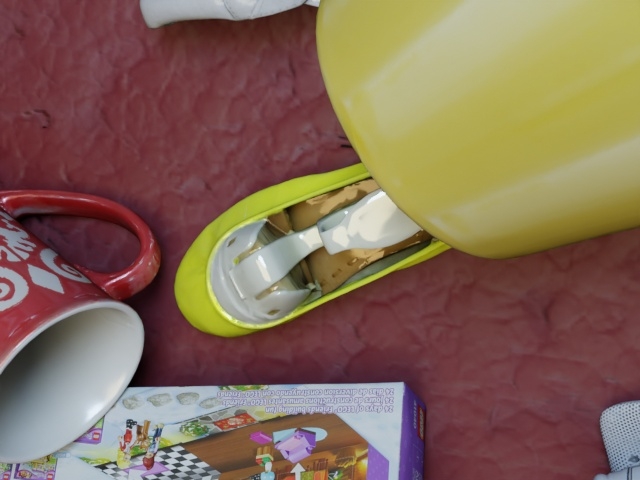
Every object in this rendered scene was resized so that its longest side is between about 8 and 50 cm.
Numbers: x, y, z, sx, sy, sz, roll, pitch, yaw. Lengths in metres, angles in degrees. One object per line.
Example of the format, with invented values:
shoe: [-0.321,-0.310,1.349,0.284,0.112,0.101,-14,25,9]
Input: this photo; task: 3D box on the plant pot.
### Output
plant pot: [0.135,-0.110,0.439,0.239,0.254,0.254,-32,92,38]

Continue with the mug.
mug: [-0.190,0.031,0.646,0.169,0.150,0.113,36,129,27]

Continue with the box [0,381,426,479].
box: [-0.088,0.189,0.625,0.293,0.057,0.201,-3,65,20]

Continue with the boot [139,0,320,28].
boot: [0.005,-0.183,0.544,0.258,0.095,0.123,-7,108,28]

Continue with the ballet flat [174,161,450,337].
ballet flat: [0.000,0.000,0.591,0.231,0.077,0.077,-24,96,23]

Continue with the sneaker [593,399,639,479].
sneaker: [0.241,0.096,0.493,0.210,0.137,0.366,11,115,14]
